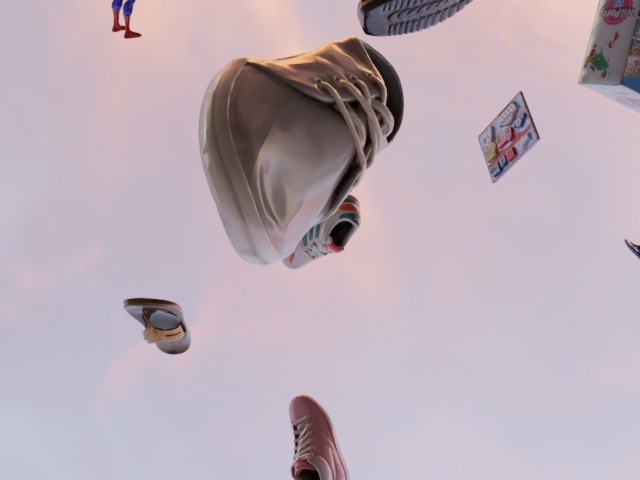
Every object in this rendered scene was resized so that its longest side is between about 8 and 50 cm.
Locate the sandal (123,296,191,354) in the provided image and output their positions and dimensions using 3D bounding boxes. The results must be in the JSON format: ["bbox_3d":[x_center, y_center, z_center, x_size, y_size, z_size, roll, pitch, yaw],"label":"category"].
[{"bbox_3d":[-0.226,0.129,1.279,0.072,0.180,0.049,-5,-122,6],"label":"sandal"}]

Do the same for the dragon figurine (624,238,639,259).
[{"bbox_3d":[0.362,0.015,0.887,0.085,0.144,0.289,42,-173,-20],"label":"dragon figurine"}]

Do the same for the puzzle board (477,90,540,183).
[{"bbox_3d":[0.302,-0.167,1.468,0.011,0.128,0.096,2,-121,-28],"label":"puzzle board"}]

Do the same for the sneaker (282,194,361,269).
[{"bbox_3d":[0.000,0.000,1.399,0.057,0.161,0.075,38,-157,-30],"label":"sneaker"}]

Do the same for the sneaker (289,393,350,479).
[{"bbox_3d":[-0.014,0.260,1.143,0.070,0.051,0.134,1,-122,-56],"label":"sneaker"}]

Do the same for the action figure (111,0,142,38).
[{"bbox_3d":[-0.190,-0.260,0.888,0.030,0.115,0.038,-21,-137,-34],"label":"action figure"}]

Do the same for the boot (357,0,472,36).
[{"bbox_3d":[0.105,-0.289,0.869,0.198,0.077,0.137,-24,-106,-9],"label":"boot"}]

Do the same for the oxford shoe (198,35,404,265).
[{"bbox_3d":[-0.001,-0.109,0.857,0.130,0.169,0.449,-11,-163,17],"label":"oxford shoe"}]

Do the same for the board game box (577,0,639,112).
[{"bbox_3d":[0.587,-0.388,1.584,0.224,0.303,0.097,13,-178,-38],"label":"board game box"}]
